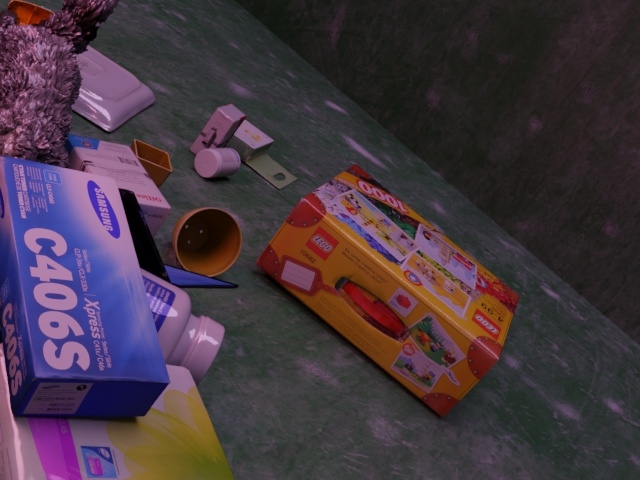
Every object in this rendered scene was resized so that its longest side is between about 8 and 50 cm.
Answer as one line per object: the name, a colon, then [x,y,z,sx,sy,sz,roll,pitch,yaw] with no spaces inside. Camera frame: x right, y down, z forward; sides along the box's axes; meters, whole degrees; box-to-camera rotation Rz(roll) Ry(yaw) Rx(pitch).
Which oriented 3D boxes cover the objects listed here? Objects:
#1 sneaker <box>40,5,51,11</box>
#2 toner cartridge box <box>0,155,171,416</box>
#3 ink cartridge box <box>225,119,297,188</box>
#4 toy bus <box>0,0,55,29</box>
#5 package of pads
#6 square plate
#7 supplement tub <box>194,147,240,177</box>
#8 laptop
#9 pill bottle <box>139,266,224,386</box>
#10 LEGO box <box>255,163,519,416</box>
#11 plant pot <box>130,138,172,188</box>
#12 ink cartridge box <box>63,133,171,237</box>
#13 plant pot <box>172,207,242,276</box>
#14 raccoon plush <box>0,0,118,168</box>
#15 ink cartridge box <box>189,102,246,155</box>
sneaker: [-0.652,-0.492,1.863,0.065,0.076,0.166,23,25,-25]
toner cartridge box: [-0.312,0.051,1.013,0.165,0.075,0.347,11,41,-40]
ink cartridge box: [-0.168,-0.243,2.227,0.235,0.056,0.171,35,21,5]
toy bus: [-0.620,-0.357,1.665,0.149,0.220,0.211,20,-7,-33]
package of pads: [-0.267,0.246,0.998,0.297,0.101,0.229,17,29,-40]
square plate: [-0.586,-0.410,1.960,0.344,0.049,0.347,33,22,-6]
supplement tub: [-0.248,-0.189,1.968,0.071,0.071,0.107,42,21,15]
laptop: [-0.289,-0.013,1.318,0.234,0.264,0.136,12,41,37]
pill bottle: [-0.284,0.113,1.180,0.272,0.152,0.152,31,22,-13]
LEGO box: [0.163,0.089,1.788,0.500,0.193,0.372,39,25,5]
plant pot: [-0.366,-0.145,1.686,0.081,0.083,0.081,23,26,-30]
ink cartridge box: [-0.399,-0.101,1.542,0.148,0.086,0.203,9,34,-48]
plant pot: [-0.232,-0.004,1.562,0.134,0.134,0.095,21,0,-33]
raccoon plush: [-0.461,-0.275,1.393,0.299,0.446,0.216,35,4,37]
ink cartridge box: [-0.256,-0.270,2.037,0.056,0.135,0.099,39,22,1]
